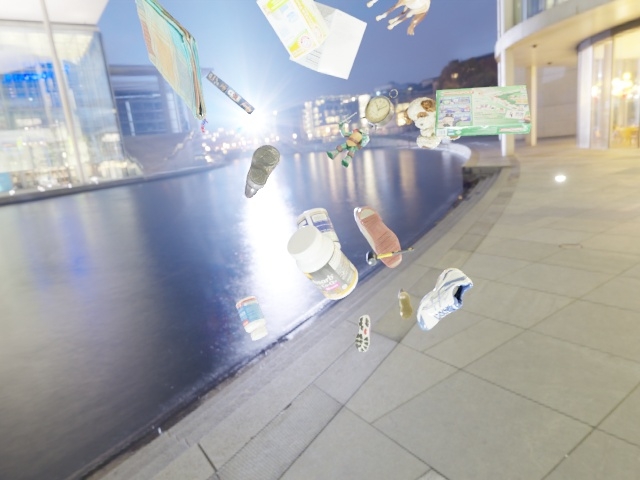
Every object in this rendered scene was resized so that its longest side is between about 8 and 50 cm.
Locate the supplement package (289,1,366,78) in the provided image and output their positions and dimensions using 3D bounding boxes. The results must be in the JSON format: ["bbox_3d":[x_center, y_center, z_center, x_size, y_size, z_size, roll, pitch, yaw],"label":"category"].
[{"bbox_3d":[0.027,-0.723,1.537,0.149,0.203,0.194,35,28,28],"label":"supplement package"}]

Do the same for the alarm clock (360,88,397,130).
[{"bbox_3d":[0.277,-0.591,1.895,0.129,0.192,0.064,49,20,28],"label":"alarm clock"}]

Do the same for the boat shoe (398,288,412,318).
[{"bbox_3d":[0.364,0.271,1.820,0.056,0.152,0.049,-8,34,5],"label":"boat shoe"}]

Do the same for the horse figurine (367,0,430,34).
[{"bbox_3d":[0.258,-0.700,1.257,0.174,0.066,0.263,-19,-4,32],"label":"horse figurine"}]

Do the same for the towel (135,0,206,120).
[{"bbox_3d":[-0.462,-0.571,1.290,0.040,0.272,0.370,-29,62,-25],"label":"towel"}]

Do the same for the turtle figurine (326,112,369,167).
[{"bbox_3d":[0.138,-0.426,1.798,0.175,0.118,0.234,27,75,36],"label":"turtle figurine"}]

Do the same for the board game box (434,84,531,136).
[{"bbox_3d":[0.583,-0.473,1.543,0.316,0.046,0.214,2,55,16],"label":"board game box"}]

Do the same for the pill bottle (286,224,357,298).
[{"bbox_3d":[0.007,0.081,1.551,0.162,0.278,0.162,-24,40,22],"label":"pill bottle"}]

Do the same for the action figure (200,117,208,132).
[{"bbox_3d":[-0.519,-0.539,1.894,0.030,0.115,0.038,-7,-21,3],"label":"action figure"}]

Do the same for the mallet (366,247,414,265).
[{"bbox_3d":[0.274,0.060,1.670,0.189,0.039,0.062,-9,28,16],"label":"mallet"}]

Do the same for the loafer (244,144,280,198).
[{"bbox_3d":[-0.245,-0.282,1.706,0.109,0.095,0.303,29,39,-12],"label":"loafer"}]

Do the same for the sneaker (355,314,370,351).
[{"bbox_3d":[0.207,0.425,1.935,0.068,0.170,0.071,11,2,27],"label":"sneaker"}]

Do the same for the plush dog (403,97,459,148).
[{"bbox_3d":[0.497,-0.558,1.896,0.225,0.211,0.262,24,-12,-21],"label":"plush dog"}]

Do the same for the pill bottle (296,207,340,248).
[{"bbox_3d":[0.000,0.000,1.929,0.153,0.265,0.153,-19,-18,-6],"label":"pill bottle"}]

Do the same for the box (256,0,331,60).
[{"bbox_3d":[-0.077,-0.682,1.301,0.114,0.203,0.103,-10,39,40],"label":"box"}]

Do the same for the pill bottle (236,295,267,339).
[{"bbox_3d":[-0.378,0.435,2.367,0.124,0.222,0.124,-24,-22,-10],"label":"pill bottle"}]

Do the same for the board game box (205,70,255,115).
[{"bbox_3d":[-0.412,-0.673,1.936,0.165,0.042,0.243,32,11,-47],"label":"board game box"}]

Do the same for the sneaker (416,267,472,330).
[{"bbox_3d":[0.513,0.260,1.763,0.111,0.297,0.131,21,11,-33],"label":"sneaker"}]

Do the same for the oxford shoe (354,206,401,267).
[{"bbox_3d":[0.280,-0.025,2.061,0.122,0.348,0.130,-33,17,-6],"label":"oxford shoe"}]
